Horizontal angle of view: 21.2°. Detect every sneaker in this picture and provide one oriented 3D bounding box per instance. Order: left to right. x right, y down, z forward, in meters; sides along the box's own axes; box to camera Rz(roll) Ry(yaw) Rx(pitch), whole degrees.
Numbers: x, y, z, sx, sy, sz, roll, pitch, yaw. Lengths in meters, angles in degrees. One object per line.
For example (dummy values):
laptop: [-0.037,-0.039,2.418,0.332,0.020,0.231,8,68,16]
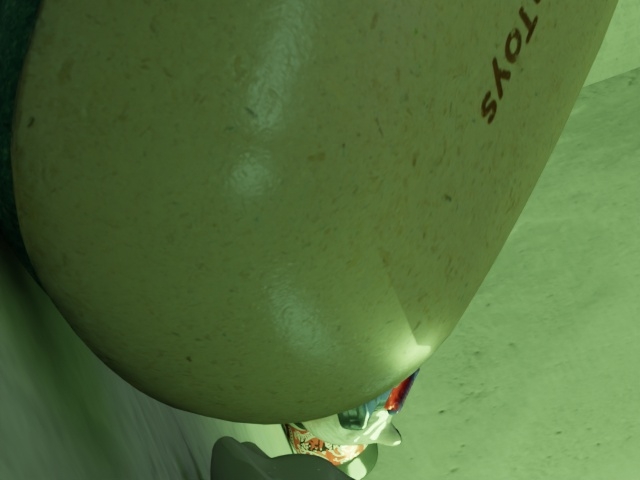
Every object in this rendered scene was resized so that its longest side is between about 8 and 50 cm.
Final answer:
sneaker: [-0.013,0.078,1.510,0.270,0.090,0.145,-107,180,-53]

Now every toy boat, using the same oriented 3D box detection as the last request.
toy boat: [-0.027,-0.119,0.403,0.267,0.148,0.318,-63,147,-20]

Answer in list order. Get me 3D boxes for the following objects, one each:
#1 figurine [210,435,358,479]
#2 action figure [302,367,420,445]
figurine: [0.021,0.172,0.667,0.209,0.092,0.215,62,-2,15]
action figure: [0.000,0.000,1.308,0.341,0.178,0.330,-42,119,-64]
